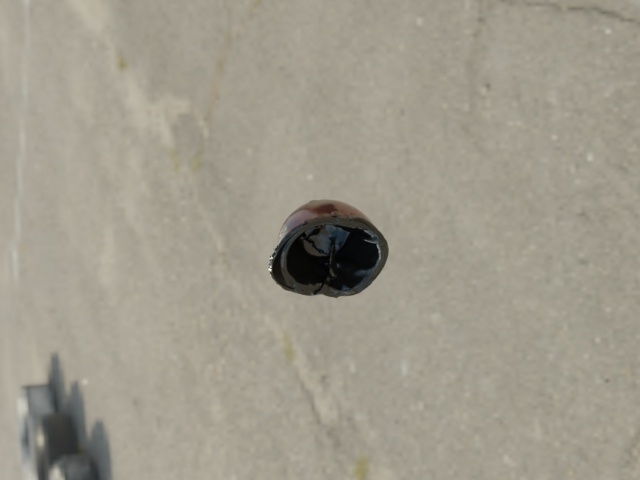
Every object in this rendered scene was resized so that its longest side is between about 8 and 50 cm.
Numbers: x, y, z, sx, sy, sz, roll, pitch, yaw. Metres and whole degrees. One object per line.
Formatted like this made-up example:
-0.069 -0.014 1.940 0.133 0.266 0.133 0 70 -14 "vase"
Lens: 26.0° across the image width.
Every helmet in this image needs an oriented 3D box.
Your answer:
-0.002 -0.001 0.895 0.065 0.084 0.049 -58 37 27 "helmet"
